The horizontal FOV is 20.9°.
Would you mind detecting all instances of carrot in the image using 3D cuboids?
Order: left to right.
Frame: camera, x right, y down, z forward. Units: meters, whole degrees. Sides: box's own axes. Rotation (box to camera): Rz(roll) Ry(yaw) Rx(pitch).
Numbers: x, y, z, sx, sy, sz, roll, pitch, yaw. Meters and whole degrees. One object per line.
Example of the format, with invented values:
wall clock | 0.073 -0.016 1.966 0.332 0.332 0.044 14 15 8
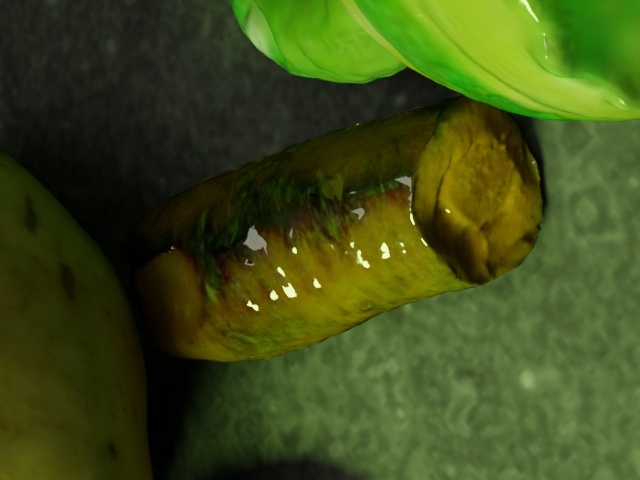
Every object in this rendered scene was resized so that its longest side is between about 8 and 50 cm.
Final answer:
carrot | 0.000 0.000 0.687 0.173 0.082 0.082 -17 83 36

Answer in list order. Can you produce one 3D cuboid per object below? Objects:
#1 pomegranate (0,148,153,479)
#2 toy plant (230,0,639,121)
pomegranate | -0.223 0.105 0.711 0.333 0.333 0.332 3 95 36
toy plant | 0.031 -0.153 0.574 0.316 0.185 0.224 24 125 61
